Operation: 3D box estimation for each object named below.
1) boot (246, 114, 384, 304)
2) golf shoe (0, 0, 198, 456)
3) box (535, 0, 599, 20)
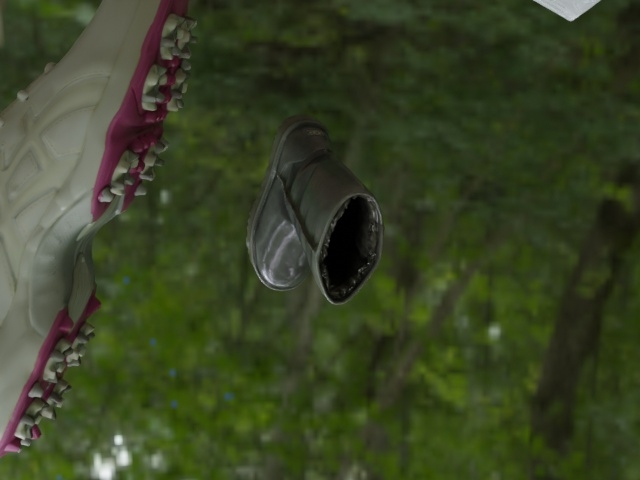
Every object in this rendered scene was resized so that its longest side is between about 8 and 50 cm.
[{"bbox_3d":[-0.002,0.001,1.501,0.076,0.190,0.208,-5,-151,-20],"label":"boot"},{"bbox_3d":[-0.172,-0.034,0.973,0.140,0.306,0.115,22,178,6],"label":"golf shoe"},{"bbox_3d":[0.250,-0.348,1.773,0.181,0.182,0.119,27,-118,-17],"label":"box"}]
